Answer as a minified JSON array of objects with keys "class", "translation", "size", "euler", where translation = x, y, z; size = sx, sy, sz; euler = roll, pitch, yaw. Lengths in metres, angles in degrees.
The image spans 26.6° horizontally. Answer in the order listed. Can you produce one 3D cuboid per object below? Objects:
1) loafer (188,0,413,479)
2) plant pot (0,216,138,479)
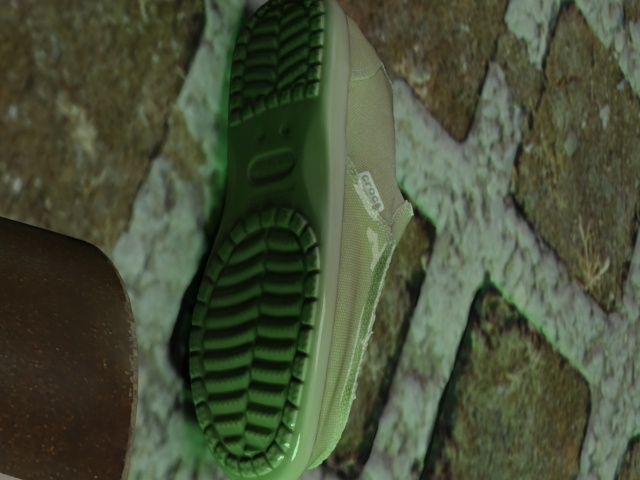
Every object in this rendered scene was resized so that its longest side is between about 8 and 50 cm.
[{"class":"loafer","translation":[0.000,0.000,0.721],"size":[0.092,0.102,0.269],"euler":[18,74,-43]},{"class":"plant pot","translation":[-0.210,0.055,0.404],"size":[0.230,0.215,0.215],"euler":[27,68,-32]}]
